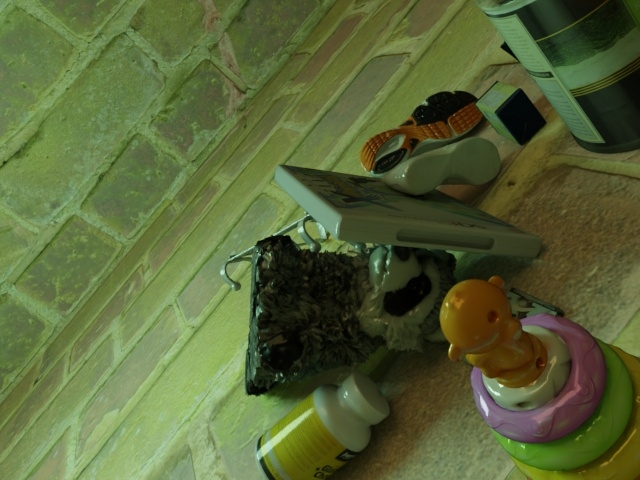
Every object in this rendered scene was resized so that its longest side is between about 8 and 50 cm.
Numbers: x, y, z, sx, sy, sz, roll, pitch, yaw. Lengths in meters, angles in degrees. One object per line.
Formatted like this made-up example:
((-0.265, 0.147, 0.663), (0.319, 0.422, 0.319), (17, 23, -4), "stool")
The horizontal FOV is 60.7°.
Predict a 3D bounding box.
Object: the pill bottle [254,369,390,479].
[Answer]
((0.004, 0.266, 0.758), (0.184, 0.103, 0.103), (-43, 26, 13), "pill bottle")

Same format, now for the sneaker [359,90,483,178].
((0.202, -0.205, 1.100), (0.263, 0.099, 0.121), (-27, -14, 5), "sneaker")

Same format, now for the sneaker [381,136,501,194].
((0.199, -0.123, 0.903), (0.213, 0.080, 0.094), (-12, 10, -26), "sneaker")

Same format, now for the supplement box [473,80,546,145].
((0.323, -0.219, 0.935), (0.056, 0.083, 0.083), (-44, 27, 10), "supplement box")

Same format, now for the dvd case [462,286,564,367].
((0.238, 0.120, 0.690), (0.119, 0.013, 0.087), (-50, 26, -3), "dvd case")

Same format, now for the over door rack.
((0.000, 0.000, 1.047), (0.240, 0.108, 0.324), (-26, 1, 39), "over door rack")

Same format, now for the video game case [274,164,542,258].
((0.111, -0.053, 0.835), (0.329, 0.300, 0.036), (-135, 53, -64), "video game case")

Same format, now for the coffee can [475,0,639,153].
((0.368, -0.280, 0.726), (0.202, 0.275, 0.201), (-38, 28, 24), "coffee can")

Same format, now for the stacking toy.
((0.187, 0.125, 0.432), (0.175, 0.302, 0.166), (-56, 26, -10), "stacking toy")

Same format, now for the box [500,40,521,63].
((0.419, -0.400, 0.953), (0.158, 0.093, 0.156), (-50, -2, -1), "box")

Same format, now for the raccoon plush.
((0.036, 0.125, 0.880), (0.446, 0.300, 0.215), (117, 153, -67), "raccoon plush")
